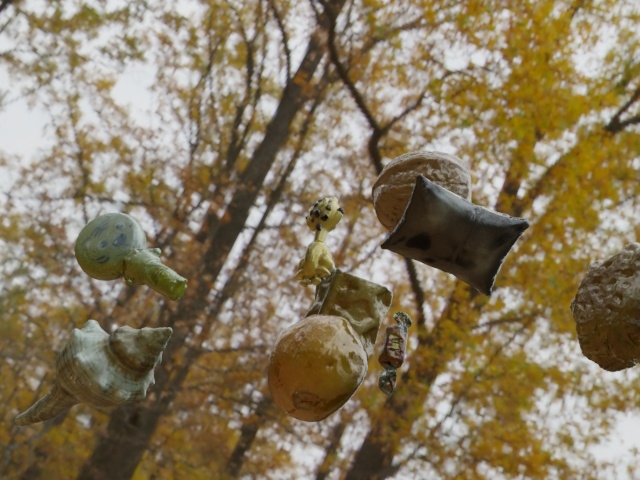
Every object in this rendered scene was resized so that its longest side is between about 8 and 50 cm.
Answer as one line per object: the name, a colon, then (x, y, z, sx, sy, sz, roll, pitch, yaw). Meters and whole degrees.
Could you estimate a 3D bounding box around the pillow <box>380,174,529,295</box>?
pillow: (0.266, -0.009, 1.931, 0.250, 0.106, 0.186, 22, -64, -3)

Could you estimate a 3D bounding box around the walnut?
walnut: (0.222, -0.098, 2.134, 0.228, 0.228, 0.228, 20, -26, 10)

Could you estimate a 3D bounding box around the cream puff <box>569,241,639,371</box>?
cream puff: (0.554, 0.122, 1.685, 0.244, 0.244, 0.196, 12, -27, 26)

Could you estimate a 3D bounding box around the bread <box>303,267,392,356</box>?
bread: (0.065, 0.217, 2.664, 0.238, 0.252, 0.196, 26, -9, 14)

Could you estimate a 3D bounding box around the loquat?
loquat: (-0.006, 0.228, 1.780, 0.187, 0.234, 0.176, -28, -72, 31)

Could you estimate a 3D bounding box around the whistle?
whistle: (-0.265, 0.030, 1.375, 0.198, 0.104, 0.057, 28, -22, 27)

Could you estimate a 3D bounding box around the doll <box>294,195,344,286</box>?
doll: (0.000, 0.000, 2.559, 0.117, 0.291, 0.086, -16, -42, 32)

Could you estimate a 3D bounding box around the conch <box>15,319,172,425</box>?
conch: (-0.431, 0.237, 1.839, 0.386, 0.169, 0.203, -15, -1, 25)

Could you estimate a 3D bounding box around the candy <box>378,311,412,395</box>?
candy: (0.149, 0.221, 1.954, 0.053, 0.182, 0.046, 21, -28, -9)
